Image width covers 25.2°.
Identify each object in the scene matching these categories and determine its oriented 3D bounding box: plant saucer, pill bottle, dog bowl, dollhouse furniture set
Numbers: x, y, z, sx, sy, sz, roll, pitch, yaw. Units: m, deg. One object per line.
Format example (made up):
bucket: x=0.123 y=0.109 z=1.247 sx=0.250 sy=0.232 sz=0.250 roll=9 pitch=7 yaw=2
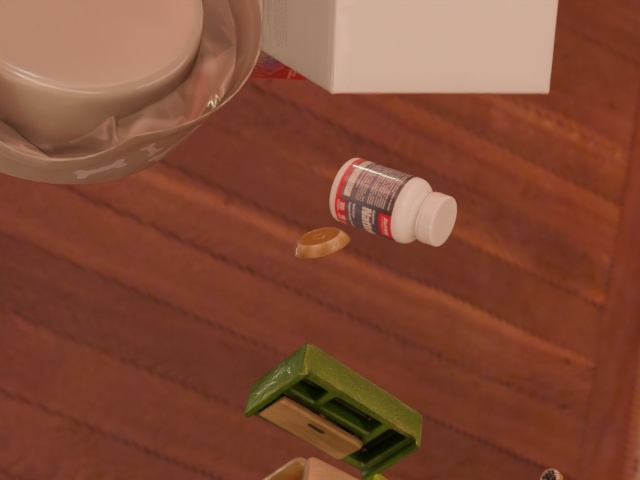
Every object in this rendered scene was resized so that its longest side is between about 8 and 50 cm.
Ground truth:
plant saucer: x=0.000 y=0.000 z=2.014 sx=0.083 sy=0.083 sz=0.015 roll=-30 pitch=116 yaw=-34
pill bottle: x=0.115 y=-0.055 z=2.236 sx=0.180 sy=0.108 sz=0.108 roll=20 pitch=49 yaw=29
dog bowl: x=-0.228 y=-0.198 z=1.221 sx=0.348 sy=0.102 sz=0.349 roll=14 pitch=50 yaw=-18
dollhouse furniture set: x=-0.055 y=0.273 z=1.402 sx=0.151 sy=0.301 sz=0.198 roll=31 pitch=43 yaw=-22

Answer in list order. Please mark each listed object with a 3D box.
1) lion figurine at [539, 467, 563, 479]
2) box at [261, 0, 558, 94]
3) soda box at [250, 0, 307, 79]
lion figurine: x=0.286 y=0.421 z=1.780 sx=0.240 sy=0.392 sz=0.142 roll=36 pitch=37 yaw=-32
box: x=0.046 y=-0.142 z=0.835 sx=0.130 sy=0.170 sz=0.091 roll=-1 pitch=106 yaw=-14
soda box: x=-0.042 y=-0.251 z=1.608 sx=0.092 sy=0.263 sz=0.084 roll=1 pitch=83 yaw=-7
